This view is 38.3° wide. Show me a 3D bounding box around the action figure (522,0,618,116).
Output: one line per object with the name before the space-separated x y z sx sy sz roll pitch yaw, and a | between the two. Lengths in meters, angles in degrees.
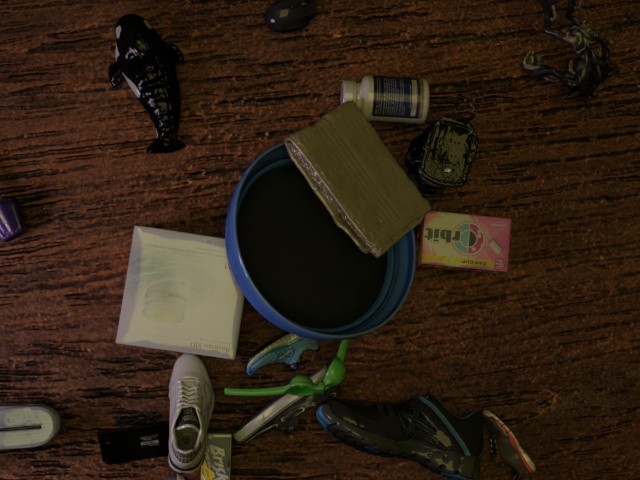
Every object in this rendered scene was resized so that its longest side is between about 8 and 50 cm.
action figure | 0.505 -0.391 1.864 0.164 0.141 0.276 -28 115 -14

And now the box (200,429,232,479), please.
box | -0.201 0.452 1.776 0.059 0.054 0.169 2 86 -4

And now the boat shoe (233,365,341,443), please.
boat shoe | -0.059 0.336 1.790 0.228 0.080 0.076 -34 87 -14

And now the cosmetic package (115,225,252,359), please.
cosmetic package | -0.255 0.101 1.758 0.224 0.138 0.225 8 86 -4

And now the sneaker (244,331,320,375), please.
sneaker | -0.072 0.225 1.801 0.162 0.063 0.073 -28 92 -6

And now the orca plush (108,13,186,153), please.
orca plush | -0.342 -0.313 1.799 0.151 0.102 0.287 -3 86 -5

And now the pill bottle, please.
pill bottle | 0.126 -0.281 1.840 0.169 0.094 0.094 2 85 -5

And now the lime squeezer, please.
lime squeezer | -0.024 0.245 1.747 0.310 0.059 0.110 -30 81 -15

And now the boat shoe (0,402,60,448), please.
boat shoe | -0.637 0.352 1.727 0.302 0.094 0.109 2 83 -6

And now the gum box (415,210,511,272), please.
gum box | 0.280 0.003 1.847 0.188 0.062 0.107 6 85 -4

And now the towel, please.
towel | 0.075 -0.117 1.752 0.187 0.049 0.282 -37 92 -35

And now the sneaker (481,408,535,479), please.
sneaker | 0.359 0.409 1.826 0.065 0.061 0.158 -36 89 0

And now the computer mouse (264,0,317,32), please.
computer mouse | -0.002 -0.491 1.873 0.242 0.041 0.071 -28 88 -7

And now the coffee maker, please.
coffee maker | 0.242 -0.175 1.799 0.120 0.178 0.171 38 85 -3

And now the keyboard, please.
keyboard | -0.333 0.372 1.789 0.192 0.038 0.100 -7 110 -7

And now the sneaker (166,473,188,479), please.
sneaker | -0.380 0.549 1.725 0.178 0.124 0.296 28 85 -12

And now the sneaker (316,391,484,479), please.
sneaker | 0.158 0.357 1.794 0.340 0.125 0.140 19 73 -11

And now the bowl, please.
bowl | 0.000 0.000 1.741 0.391 0.077 0.391 10 69 -27

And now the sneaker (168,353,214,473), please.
sneaker | -0.244 0.312 1.731 0.090 0.095 0.235 -2 58 -6

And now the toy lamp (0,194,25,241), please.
toy lamp | -0.652 -0.126 1.774 0.080 0.080 0.275 -28 86 -6
